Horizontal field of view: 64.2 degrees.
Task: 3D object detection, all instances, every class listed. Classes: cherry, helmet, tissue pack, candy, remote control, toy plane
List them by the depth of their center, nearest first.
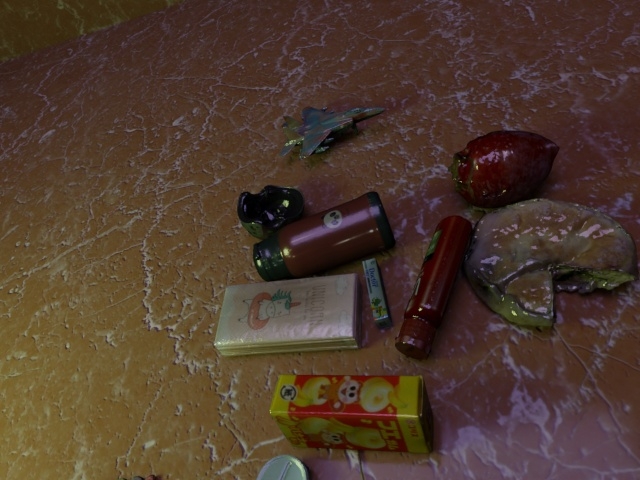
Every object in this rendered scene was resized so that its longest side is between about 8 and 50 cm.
[{"bbox_3d":[-0.095,0.511,0.912,0.104,0.052,0.247,11,58,30],"label":"remote control"},{"bbox_3d":[0.060,0.318,0.940,0.276,0.146,0.088,-5,42,19],"label":"candy"},{"bbox_3d":[-0.070,0.170,1.161,0.325,0.071,0.170,-7,49,16],"label":"tissue pack"},{"bbox_3d":[0.423,-0.172,1.168,0.250,0.192,0.175,-19,77,4],"label":"cherry"},{"bbox_3d":[-0.128,-0.062,1.350,0.177,0.107,0.153,-15,44,-16],"label":"helmet"},{"bbox_3d":[0.033,-0.334,1.503,0.326,0.104,0.223,-8,52,10],"label":"toy plane"}]

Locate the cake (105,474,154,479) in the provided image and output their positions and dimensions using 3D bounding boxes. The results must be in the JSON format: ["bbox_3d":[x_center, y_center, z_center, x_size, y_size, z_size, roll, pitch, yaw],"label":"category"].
[{"bbox_3d":[-0.439,0.548,1.025,0.225,0.090,0.109,-4,47,-6],"label":"cake"}]

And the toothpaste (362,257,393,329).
[{"bbox_3d":[0.128,0.118,1.143,0.034,0.046,0.164,-18,49,12],"label":"toothpaste"}]

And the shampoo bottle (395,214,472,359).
[{"bbox_3d":[0.239,0.095,1.075,0.076,0.118,0.314,28,63,-1],"label":"shampoo bottle"}]

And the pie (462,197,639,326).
[{"bbox_3d":[0.467,0.029,1.066,0.337,0.075,0.337,-14,45,14],"label":"pie"}]

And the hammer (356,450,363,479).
[{"bbox_3d":[0.075,0.425,0.942,0.029,0.014,0.123,-7,47,-1],"label":"hammer"}]

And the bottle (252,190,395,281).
[{"bbox_3d":[0.000,0.000,1.222,0.336,0.144,0.144,-19,49,7],"label":"bottle"}]
